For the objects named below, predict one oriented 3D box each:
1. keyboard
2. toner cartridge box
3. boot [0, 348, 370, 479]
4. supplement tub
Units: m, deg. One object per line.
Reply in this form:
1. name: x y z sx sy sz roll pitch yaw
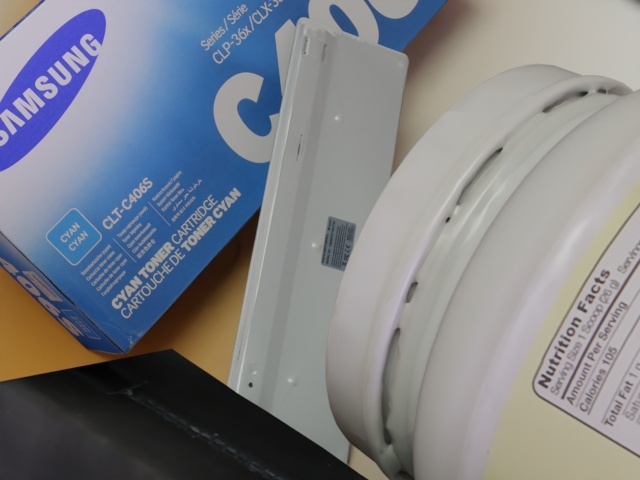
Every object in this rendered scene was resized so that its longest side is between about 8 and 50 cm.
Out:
1. keyboard: 0.000 0.000 0.622 0.072 0.014 0.256 19 69 -24
2. toner cartridge box: -0.064 -0.116 0.671 0.348 0.165 0.075 -50 19 -20
3. boot: 0.009 0.280 0.382 0.445 0.146 0.367 23 96 36
4. supplement tub: 0.185 0.078 0.436 0.325 0.235 0.235 30 66 35
